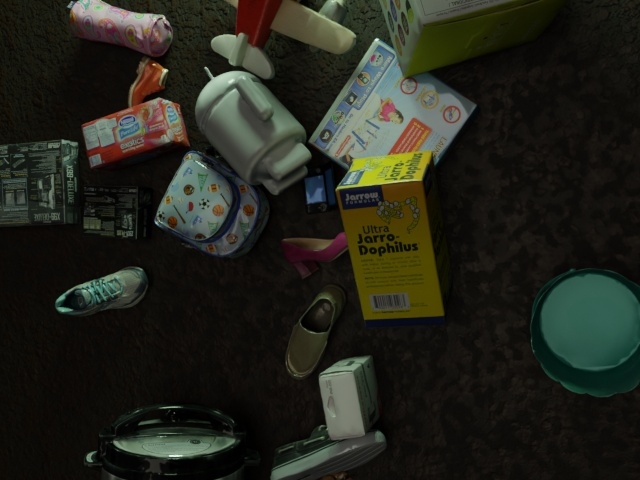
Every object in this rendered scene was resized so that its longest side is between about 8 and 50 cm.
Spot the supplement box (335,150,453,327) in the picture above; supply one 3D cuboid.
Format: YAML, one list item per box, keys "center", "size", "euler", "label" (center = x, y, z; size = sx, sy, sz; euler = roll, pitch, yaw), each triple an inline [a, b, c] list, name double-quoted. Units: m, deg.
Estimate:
- center: [0.180, -0.001, 1.676]
  size: [0.195, 0.194, 0.357]
  euler: [-5, 115, 18]
  label: "supplement box"

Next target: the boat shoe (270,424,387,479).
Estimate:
- center: [0.007, 0.523, 1.838]
  size: [0.335, 0.121, 0.119]
  euler: [-25, 50, 20]
  label: "boat shoe"

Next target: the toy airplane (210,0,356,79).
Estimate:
- center: [-0.122, -0.605, 1.817]
  size: [0.384, 0.272, 0.386]
  euler: [-12, 114, 41]
  label: "toy airplane"

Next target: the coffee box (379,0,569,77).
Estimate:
- center: [0.311, -0.593, 1.572]
  size: [0.338, 0.337, 0.334]
  euler: [-16, 86, -1]
  label: "coffee box"

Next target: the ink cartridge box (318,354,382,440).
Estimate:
- center: [0.077, 0.376, 1.770]
  size: [0.092, 0.218, 0.159]
  euler: [-11, 88, 18]
  label: "ink cartridge box"

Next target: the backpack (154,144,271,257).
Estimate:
- center: [-0.273, -0.083, 1.889]
  size: [0.263, 0.213, 0.277]
  euler: [28, 97, 6]
  label: "backpack"

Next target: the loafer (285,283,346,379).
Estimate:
- center: [-0.025, 0.236, 1.866]
  size: [0.102, 0.092, 0.269]
  euler: [25, 99, 16]
  label: "loafer"

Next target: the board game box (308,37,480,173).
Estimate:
- center: [0.179, -0.282, 1.793]
  size: [0.302, 0.086, 0.308]
  euler: [37, 102, 13]
  label: "board game box"

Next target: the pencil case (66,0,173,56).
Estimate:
- center: [-0.553, -0.591, 2.006]
  size: [0.284, 0.124, 0.124]
  euler: [19, 97, 18]
  label: "pencil case"

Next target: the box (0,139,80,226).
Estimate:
- center: [-0.856, -0.162, 2.135]
  size: [0.307, 0.076, 0.242]
  euler: [-3, 90, 18]
  label: "box"

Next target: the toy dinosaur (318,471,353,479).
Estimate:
- center: [0.019, 0.629, 1.887]
  size: [0.211, 0.064, 0.112]
  euler: [-34, 52, 10]
  label: "toy dinosaur"

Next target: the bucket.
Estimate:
- center: [0.602, 0.194, 1.617]
  size: [0.281, 0.183, 0.281]
  euler: [0, 91, 18]
  label: "bucket"

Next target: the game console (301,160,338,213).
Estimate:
- center: [-0.003, -0.134, 1.863]
  size: [0.107, 0.071, 0.122]
  euler: [-7, 88, 18]
  label: "game console"

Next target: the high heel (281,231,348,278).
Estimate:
- center: [0.000, 0.000, 1.835]
  size: [0.244, 0.082, 0.117]
  euler: [-34, 90, 45]
  label: "high heel"

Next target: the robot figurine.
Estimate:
- center: [-0.176, -0.280, 1.821]
  size: [0.199, 0.300, 0.353]
  euler: [-34, 74, -26]
  label: "robot figurine"

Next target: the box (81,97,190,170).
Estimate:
- center: [-0.506, -0.286, 1.994]
  size: [0.256, 0.122, 0.128]
  euler: [-15, 87, 17]
  label: "box"

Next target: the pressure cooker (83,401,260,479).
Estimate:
- center: [-0.381, 0.621, 1.848]
  size: [0.375, 0.370, 0.420]
  euler: [5, 92, 34]
  label: "pressure cooker"

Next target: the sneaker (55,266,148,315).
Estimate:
- center: [-0.614, 0.155, 2.039]
  size: [0.283, 0.122, 0.110]
  euler: [-22, 85, 17]
  label: "sneaker"

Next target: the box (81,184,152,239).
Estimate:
- center: [-0.570, -0.080, 2.043]
  size: [0.180, 0.077, 0.147]
  euler: [2, 92, 18]
  label: "box"

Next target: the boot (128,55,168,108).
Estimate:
- center: [-0.479, -0.421, 2.020]
  size: [0.084, 0.059, 0.158]
  euler: [26, 112, -6]
  label: "boot"
